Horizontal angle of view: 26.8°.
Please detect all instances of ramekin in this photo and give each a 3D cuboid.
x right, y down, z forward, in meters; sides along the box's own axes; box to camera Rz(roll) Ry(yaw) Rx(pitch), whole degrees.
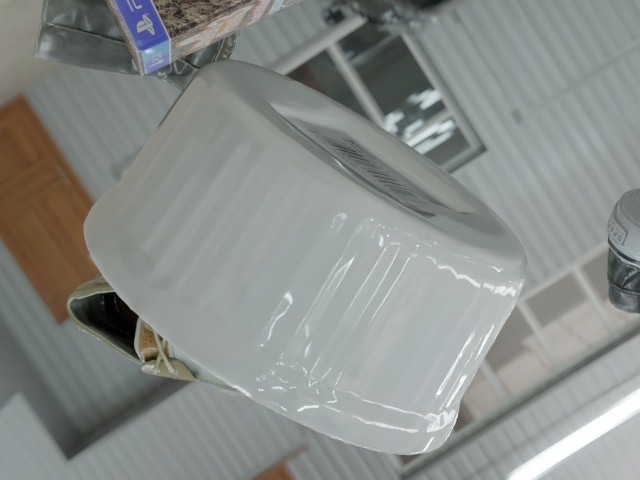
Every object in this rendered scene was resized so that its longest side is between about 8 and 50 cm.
[{"bbox_3d":[0.000,0.000,0.867,0.135,0.277,0.277,-58,179,14],"label":"ramekin"}]

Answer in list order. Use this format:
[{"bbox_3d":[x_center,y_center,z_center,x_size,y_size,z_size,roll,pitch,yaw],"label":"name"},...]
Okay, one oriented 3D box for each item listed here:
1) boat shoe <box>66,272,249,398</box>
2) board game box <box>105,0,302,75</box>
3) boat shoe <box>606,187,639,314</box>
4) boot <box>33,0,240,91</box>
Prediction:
[{"bbox_3d":[-0.151,0.104,1.427,0.302,0.113,0.103,15,-161,43],"label":"boat shoe"},{"bbox_3d":[-0.067,-0.305,1.086,0.291,0.232,0.141,-27,-177,-6],"label":"board game box"},{"bbox_3d":[0.420,0.017,1.215,0.335,0.119,0.121,4,-142,1],"label":"boat shoe"},{"bbox_3d":[-0.189,-0.244,1.433,0.076,0.208,0.190,-78,-169,-60],"label":"boot"}]
